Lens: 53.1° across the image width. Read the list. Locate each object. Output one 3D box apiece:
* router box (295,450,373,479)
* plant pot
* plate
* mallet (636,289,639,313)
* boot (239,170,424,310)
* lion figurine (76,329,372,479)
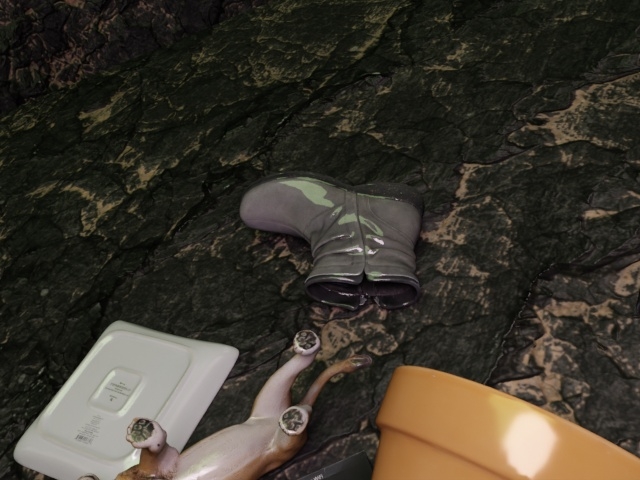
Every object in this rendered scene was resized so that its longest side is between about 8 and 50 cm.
[{"bbox_3d":[-0.003,0.342,0.743,0.178,0.046,0.133,-22,40,-1],"label":"router box"},{"bbox_3d":[0.159,0.274,0.594,0.290,0.291,0.204,16,69,35],"label":"plant pot"},{"bbox_3d":[-0.303,0.241,0.981,0.277,0.045,0.278,8,49,29],"label":"plate"},{"bbox_3d":[0.511,0.082,0.821,0.189,0.039,0.062,8,46,23],"label":"mallet"},{"bbox_3d":[0.000,0.000,1.044,0.337,0.118,0.223,0,46,17],"label":"boot"},{"bbox_3d":[-0.121,0.269,0.791,0.391,0.240,0.142,-18,55,-21],"label":"lion figurine"}]
